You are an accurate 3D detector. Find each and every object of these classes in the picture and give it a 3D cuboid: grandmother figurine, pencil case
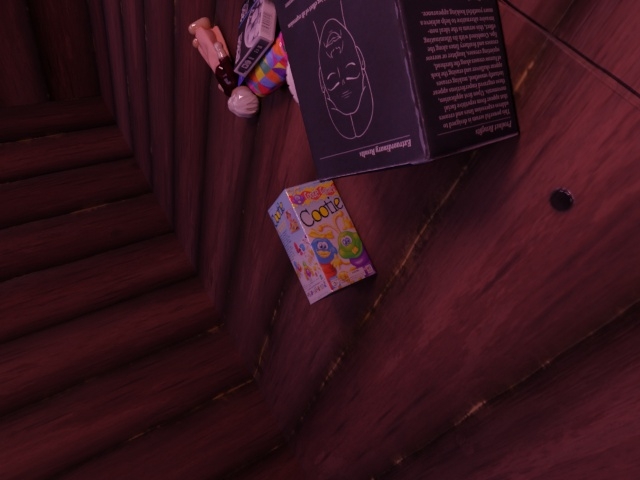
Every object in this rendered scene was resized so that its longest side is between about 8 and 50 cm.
[{"bbox_3d":[-0.289,-0.518,1.420,0.342,0.104,0.208,59,176,14],"label":"grandmother figurine"},{"bbox_3d":[-0.107,-0.441,1.156,0.236,0.104,0.104,-4,104,59],"label":"pencil case"}]

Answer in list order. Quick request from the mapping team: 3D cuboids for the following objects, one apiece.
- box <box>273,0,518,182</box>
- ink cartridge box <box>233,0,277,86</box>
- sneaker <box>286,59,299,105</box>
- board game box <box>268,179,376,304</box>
[{"bbox_3d":[0.106,-0.320,0.759,0.293,0.212,0.395,2,108,58],"label":"box"},{"bbox_3d":[-0.169,-0.520,1.152,0.208,0.045,0.206,-26,56,54],"label":"ink cartridge box"},{"bbox_3d":[0.002,-0.404,0.992,0.129,0.111,0.297,31,134,40],"label":"sneaker"},{"bbox_3d":[0.000,0.000,1.193,0.275,0.142,0.144,65,150,8],"label":"board game box"}]
